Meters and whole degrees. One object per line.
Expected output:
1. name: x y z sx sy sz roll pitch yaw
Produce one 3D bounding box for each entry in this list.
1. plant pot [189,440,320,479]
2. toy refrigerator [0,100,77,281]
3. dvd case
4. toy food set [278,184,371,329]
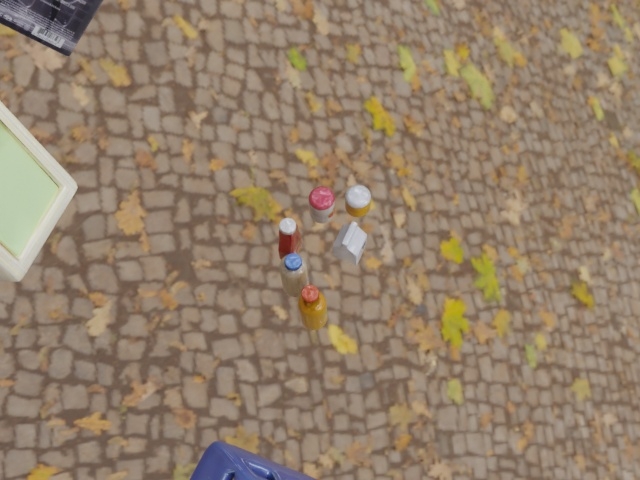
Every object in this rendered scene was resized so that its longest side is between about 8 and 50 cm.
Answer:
1. plant pot: -0.028 0.353 0.839 0.236 0.212 0.236 30 81 -23
2. toy refrigerator: -0.305 -0.087 0.660 0.269 0.094 0.102 56 47 -43
3. dvd case: -0.311 -0.344 1.055 0.164 0.221 0.018 23 18 -45
4. toy food set: 0.000 0.000 1.300 0.111 0.104 0.232 22 68 11
